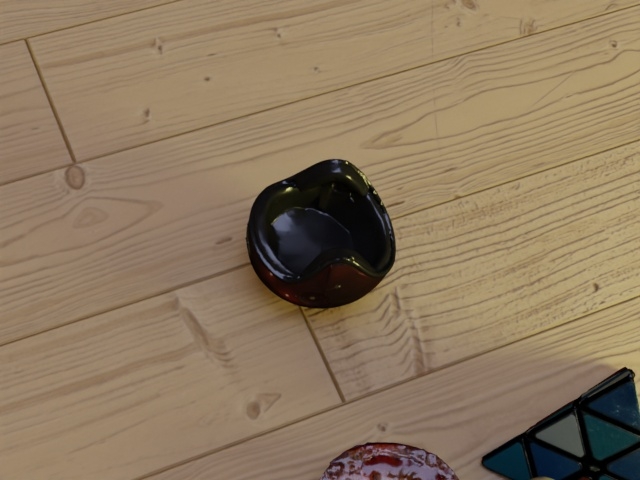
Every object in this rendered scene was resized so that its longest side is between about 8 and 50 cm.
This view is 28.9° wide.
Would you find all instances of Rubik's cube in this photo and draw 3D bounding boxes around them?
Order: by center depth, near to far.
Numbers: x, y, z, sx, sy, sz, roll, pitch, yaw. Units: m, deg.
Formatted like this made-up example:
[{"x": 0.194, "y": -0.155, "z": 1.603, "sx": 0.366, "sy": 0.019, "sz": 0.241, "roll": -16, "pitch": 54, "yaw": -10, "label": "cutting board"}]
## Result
[{"x": 0.376, "y": 0.252, "z": 1.753, "sx": 0.250, "sy": 0.284, "sz": 0.234, "roll": -9, "pitch": 25, "yaw": 30, "label": "Rubik's cube"}]

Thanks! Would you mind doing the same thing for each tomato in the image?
[{"x": 0.087, "y": 0.378, "z": 1.626, "sx": 0.225, "sy": 0.085, "sz": 0.225, "roll": 3, "pitch": 64, "yaw": -7, "label": "tomato"}]

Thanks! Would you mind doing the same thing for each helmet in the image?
[{"x": 0.000, "y": 0.000, "z": 1.761, "sx": 0.216, "sy": 0.193, "sz": 0.189, "roll": 4, "pitch": 61, "yaw": -13, "label": "helmet"}]

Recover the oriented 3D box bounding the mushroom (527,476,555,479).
[{"x": 0.258, "y": 0.369, "z": 1.624, "sx": 0.154, "sy": 0.154, "sz": 0.122, "roll": -38, "pitch": 58, "yaw": -25, "label": "mushroom"}]
